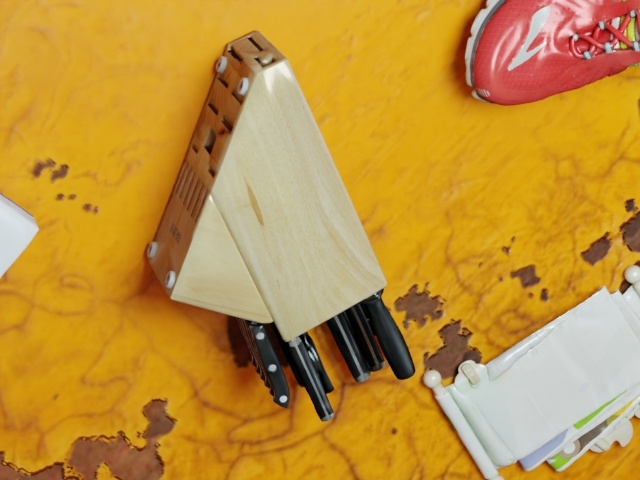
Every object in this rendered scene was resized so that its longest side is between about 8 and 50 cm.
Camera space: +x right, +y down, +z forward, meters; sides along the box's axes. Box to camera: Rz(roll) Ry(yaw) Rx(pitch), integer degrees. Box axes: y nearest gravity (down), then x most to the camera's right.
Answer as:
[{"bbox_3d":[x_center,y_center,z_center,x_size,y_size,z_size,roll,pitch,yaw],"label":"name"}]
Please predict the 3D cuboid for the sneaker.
[{"bbox_3d":[0.247,-0.177,1.308,0.279,0.118,0.107,-22,116,-9],"label":"sneaker"}]

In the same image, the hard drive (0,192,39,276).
[{"bbox_3d":[-0.394,-0.023,1.198,0.318,0.040,0.210,39,96,-28],"label":"hard drive"}]

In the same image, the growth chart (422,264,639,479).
[{"bbox_3d":[0.224,0.130,1.484,0.237,0.021,0.172,-29,118,-6],"label":"growth chart"}]

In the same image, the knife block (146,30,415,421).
[{"bbox_3d":[0.000,0.000,1.316,0.242,0.088,0.276,15,106,-24],"label":"knife block"}]
